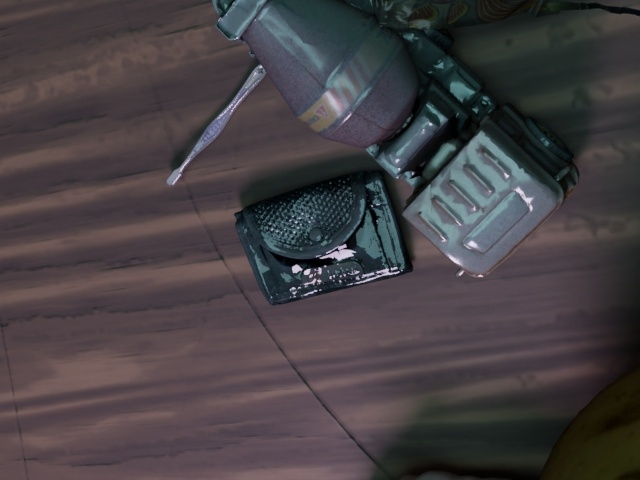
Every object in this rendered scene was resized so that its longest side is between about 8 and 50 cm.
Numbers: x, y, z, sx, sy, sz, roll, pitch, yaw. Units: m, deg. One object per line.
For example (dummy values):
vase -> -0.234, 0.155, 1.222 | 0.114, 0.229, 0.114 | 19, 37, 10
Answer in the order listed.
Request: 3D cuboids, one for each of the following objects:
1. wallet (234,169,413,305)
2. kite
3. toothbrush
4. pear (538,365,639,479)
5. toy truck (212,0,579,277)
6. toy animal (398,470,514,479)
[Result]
wallet -> 0.000, 0.000, 0.656 | 0.129, 0.026, 0.088 | -15, 100, 22
kite -> 0.141, -0.162, 0.527 | 0.229, 0.127, 0.016 | 5, 140, 11
toothbrush -> -0.083, -0.091, 0.668 | 0.011, 0.013, 0.131 | 41, 113, -6
pear -> 0.287, 0.200, 0.442 | 0.348, 0.348, 0.348 | 5, 106, 18
toy truck -> 0.047, -0.088, 0.554 | 0.257, 0.140, 0.108 | 44, 113, 4
toy animal -> 0.104, 0.297, 0.632 | 0.204, 0.156, 0.208 | 4, 107, 18
